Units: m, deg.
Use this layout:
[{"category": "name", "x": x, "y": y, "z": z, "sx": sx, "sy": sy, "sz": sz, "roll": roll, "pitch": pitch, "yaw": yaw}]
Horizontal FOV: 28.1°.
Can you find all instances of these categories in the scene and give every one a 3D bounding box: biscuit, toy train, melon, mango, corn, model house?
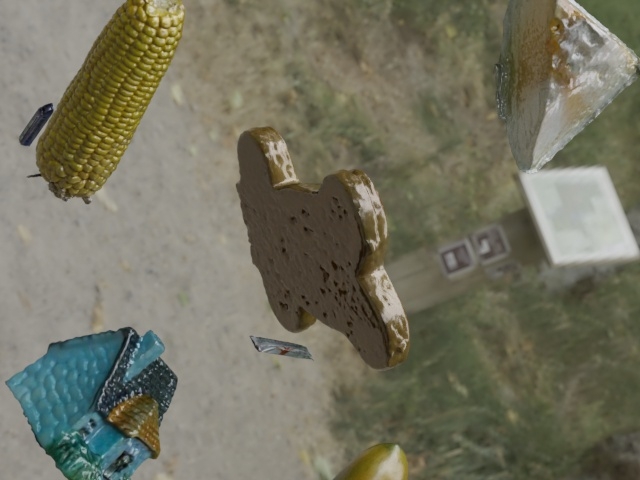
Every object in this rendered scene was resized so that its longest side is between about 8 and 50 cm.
[{"category": "biscuit", "x": 0.000, "y": 0.000, "z": 2.044, "sx": 0.394, "sy": 0.076, "sz": 0.368, "roll": 18, "pitch": -55, "yaw": 56}, {"category": "toy train", "x": -0.385, "y": -0.159, "z": 1.735, "sx": 0.017, "sy": 0.083, "sz": 0.017, "roll": 5, "pitch": 54, "yaw": -39}, {"category": "melon", "x": 0.243, "y": -0.163, "z": 1.226, "sx": 0.093, "sy": 0.139, "sz": 0.203, "roll": -143, "pitch": -125, "yaw": -80}, {"category": "mango", "x": 0.042, "y": 0.299, "z": 1.412, "sx": 0.111, "sy": 0.089, "sz": 0.163, "roll": -29, "pitch": 139, "yaw": -48}, {"category": "corn", "x": -0.261, "y": -0.180, "z": 1.576, "sx": 0.106, "sy": 0.305, "sz": 0.106, "roll": 24, "pitch": 31, "yaw": -16}, {"category": "model house", "x": -0.319, "y": 0.275, "z": 2.067, "sx": 0.226, "sy": 0.241, "sz": 0.261, "roll": 48, "pitch": -7, "yaw": 28}]

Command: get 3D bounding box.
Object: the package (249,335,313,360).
[{"category": "package", "x": -0.058, "y": 0.165, "z": 1.964, "sx": 0.110, "sy": 0.015, "sz": 0.037, "roll": 13, "pitch": 30, "yaw": -36}]
